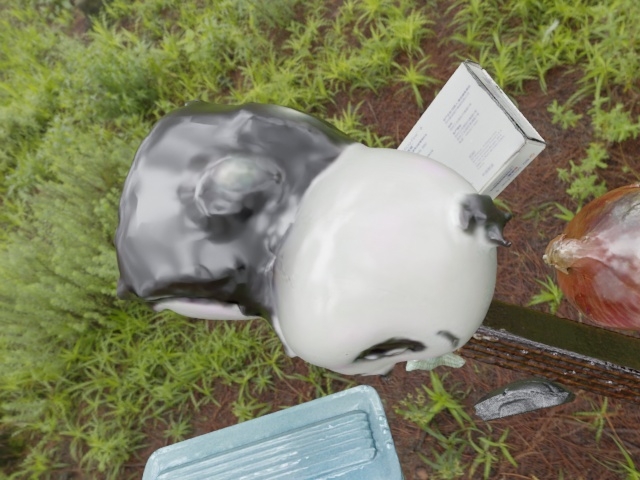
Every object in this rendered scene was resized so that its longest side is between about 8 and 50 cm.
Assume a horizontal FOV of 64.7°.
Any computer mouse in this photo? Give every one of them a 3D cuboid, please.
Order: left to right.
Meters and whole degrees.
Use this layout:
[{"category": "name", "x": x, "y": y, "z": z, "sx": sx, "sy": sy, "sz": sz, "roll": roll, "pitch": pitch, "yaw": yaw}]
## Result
[{"category": "computer mouse", "x": 0.440, "y": 0.345, "z": 1.114, "sx": 0.217, "sy": 0.122, "sz": 0.073, "roll": -29, "pitch": 61, "yaw": 31}]

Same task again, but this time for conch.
[{"category": "conch", "x": 0.273, "y": 0.298, "z": 1.404, "sx": 0.137, "sy": 0.114, "sz": 0.234, "roll": -45, "pitch": 72, "yaw": -3}]

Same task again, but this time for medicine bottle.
[{"category": "medicine bottle", "x": 0.189, "y": -0.121, "z": 0.710, "sx": 0.201, "sy": 0.052, "sz": 0.171, "roll": -55, "pitch": 46, "yaw": 38}]

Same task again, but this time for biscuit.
[{"category": "biscuit", "x": 0.431, "y": 0.191, "z": 0.874, "sx": 0.389, "sy": 0.073, "sz": 0.107, "roll": 16, "pitch": 34, "yaw": 5}]

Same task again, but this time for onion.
[{"category": "onion", "x": 0.726, "y": 0.037, "z": 1.192, "sx": 0.354, "sy": 0.354, "sz": 0.353, "roll": -16, "pitch": 58, "yaw": 28}]

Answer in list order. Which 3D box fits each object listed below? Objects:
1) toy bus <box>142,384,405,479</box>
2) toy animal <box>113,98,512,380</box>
[{"category": "toy bus", "x": -0.046, "y": 0.326, "z": 0.634, "sx": 0.313, "sy": 0.190, "sz": 0.152, "roll": -18, "pitch": 36, "yaw": 3}, {"category": "toy animal", "x": 0.000, "y": 0.000, "z": 0.463, "sx": 0.310, "sy": 0.251, "sz": 0.250, "roll": 10, "pitch": 70, "yaw": 7}]
